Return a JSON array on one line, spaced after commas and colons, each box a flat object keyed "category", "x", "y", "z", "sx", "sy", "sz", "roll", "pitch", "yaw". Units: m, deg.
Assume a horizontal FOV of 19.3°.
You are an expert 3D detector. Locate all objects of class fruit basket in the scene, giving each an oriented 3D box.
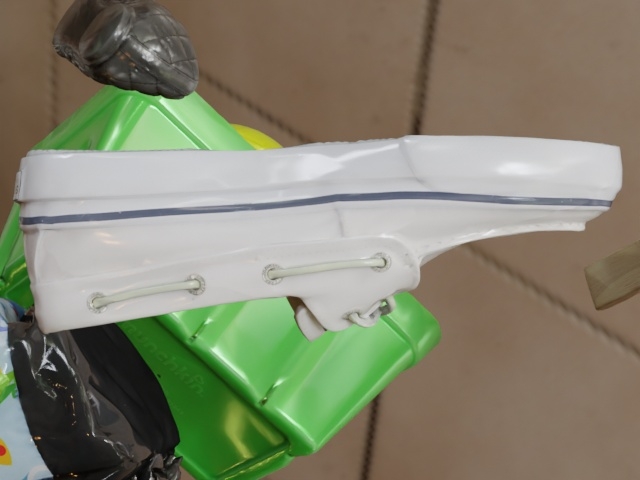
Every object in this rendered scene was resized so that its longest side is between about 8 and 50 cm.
[{"category": "fruit basket", "x": -0.083, "y": -0.002, "z": 1.705, "sx": 0.283, "sy": 0.392, "sz": 0.392, "roll": -32, "pitch": 90, "yaw": 48}]

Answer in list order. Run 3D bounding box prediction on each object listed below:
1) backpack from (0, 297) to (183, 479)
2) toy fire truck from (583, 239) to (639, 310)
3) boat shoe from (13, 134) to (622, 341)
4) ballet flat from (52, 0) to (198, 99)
[{"category": "backpack", "x": -0.313, "y": 0.157, "z": 1.369, "sx": 0.273, "sy": 0.355, "sz": 0.290, "roll": 56, "pitch": -178, "yaw": 4}, {"category": "toy fire truck", "x": 0.312, "y": 0.040, "z": 1.585, "sx": 0.159, "sy": 0.217, "sz": 0.246, "roll": 5, "pitch": 160, "yaw": 3}, {"category": "boat shoe", "x": 0.000, "y": 0.000, "z": 0.708, "sx": 0.226, "sy": 0.083, "sz": 0.075, "roll": -2, "pitch": 92, "yaw": 5}, {"category": "ballet flat", "x": -0.098, "y": -0.100, "z": 0.927, "sx": 0.049, "sy": 0.057, "sz": 0.173, "roll": 38, "pitch": -173, "yaw": -21}]
